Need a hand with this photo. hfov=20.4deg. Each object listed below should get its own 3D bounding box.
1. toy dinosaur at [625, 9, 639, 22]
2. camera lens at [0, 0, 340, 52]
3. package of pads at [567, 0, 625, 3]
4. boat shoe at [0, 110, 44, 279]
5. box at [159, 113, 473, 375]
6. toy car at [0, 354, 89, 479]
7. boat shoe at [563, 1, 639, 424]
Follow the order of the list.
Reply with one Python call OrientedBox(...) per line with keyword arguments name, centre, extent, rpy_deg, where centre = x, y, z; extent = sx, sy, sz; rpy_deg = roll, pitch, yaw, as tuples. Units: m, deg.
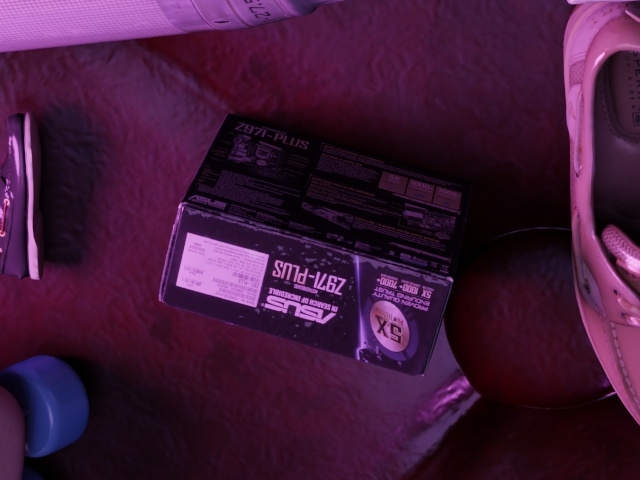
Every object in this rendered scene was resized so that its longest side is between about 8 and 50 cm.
OrientedBox(name="toy dinosaur", centre=(0.281, -0.124, 1.068), extent=(0.183, 0.092, 0.053), rpy_deg=(-17, 128, -16))
OrientedBox(name="camera lens", centre=(-0.118, -0.227, 1.039), extent=(0.274, 0.219, 0.219), rpy_deg=(-5, 116, 12))
OrientedBox(name="package of pads", centre=(0.281, -0.254, 0.992), extent=(0.296, 0.101, 0.229), rpy_deg=(-1, 99, 10))
OrientedBox(name="boat shoe", centre=(-0.216, -0.031, 1.255), extent=(0.042, 0.049, 0.133), rpy_deg=(5, 123, -1))
OrientedBox(name="box", centre=(0.000, 0.000, 1.176), extent=(0.180, 0.147, 0.077), rpy_deg=(15, 119, 1))
OrientedBox(name="toy car", centre=(-0.338, 0.148, 1.318), extent=(0.238, 0.219, 0.210), rpy_deg=(34, 123, 26))
OrientedBox(name="boat shoe", centre=(0.216, 0.006, 1.161), extent=(0.122, 0.110, 0.341), rpy_deg=(-10, 115, 15))
